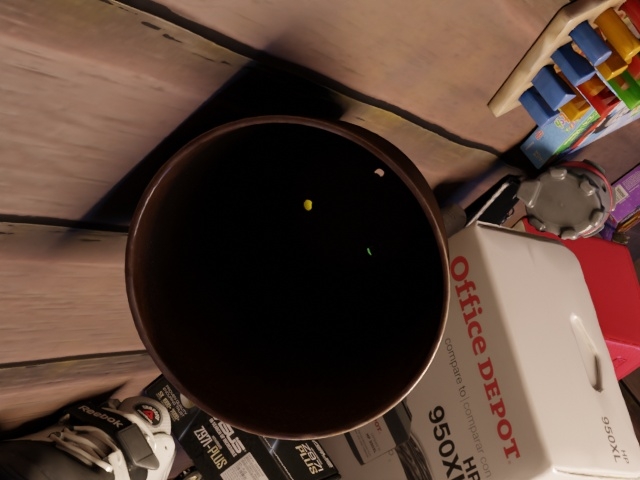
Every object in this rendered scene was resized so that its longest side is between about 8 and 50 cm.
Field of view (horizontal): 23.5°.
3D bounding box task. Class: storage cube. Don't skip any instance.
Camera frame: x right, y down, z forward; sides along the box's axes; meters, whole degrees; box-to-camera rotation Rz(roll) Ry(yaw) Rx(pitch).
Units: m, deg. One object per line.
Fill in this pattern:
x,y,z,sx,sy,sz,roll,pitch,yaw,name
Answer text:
0.326,0.107,2.180,0.193,0.215,0.183,14,139,-29,storage cube

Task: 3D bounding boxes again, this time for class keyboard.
0.171,-0.007,1.865,0.192,0.038,0.100,-48,157,11,keyboard

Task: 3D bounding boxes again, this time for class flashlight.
0.294,-0.044,1.791,0.103,0.103,0.304,-26,180,10,flashlight

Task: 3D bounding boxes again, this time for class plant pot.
0.000,0.000,1.094,0.215,0.215,0.230,-41,-178,18,plant pot

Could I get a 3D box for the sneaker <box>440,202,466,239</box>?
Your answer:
0.130,0.014,1.744,0.083,0.071,0.190,-39,169,-19,sneaker

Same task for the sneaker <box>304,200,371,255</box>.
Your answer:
0.002,0.065,1.396,0.134,0.146,0.343,-38,168,4,sneaker

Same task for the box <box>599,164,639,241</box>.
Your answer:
0.573,-0.116,2.490,0.293,0.057,0.201,-37,168,-1,box

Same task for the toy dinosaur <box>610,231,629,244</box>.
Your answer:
0.414,0.072,2.439,0.313,0.121,0.160,-58,153,-47,toy dinosaur

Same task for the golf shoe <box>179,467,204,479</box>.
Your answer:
-0.123,0.331,2.145,0.198,0.094,0.077,-41,166,10,golf shoe

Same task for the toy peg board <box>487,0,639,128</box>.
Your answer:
0.264,-0.166,1.420,0.161,0.079,0.161,-29,165,-31,toy peg board

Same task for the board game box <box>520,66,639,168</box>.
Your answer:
0.335,-0.167,1.701,0.211,0.039,0.160,-27,164,-40,board game box

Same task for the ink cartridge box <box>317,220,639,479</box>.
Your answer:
0.116,0.197,1.668,0.166,0.285,0.395,12,144,-44,ink cartridge box

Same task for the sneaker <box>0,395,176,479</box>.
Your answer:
-0.210,0.197,1.424,0.146,0.122,0.330,-53,169,-9,sneaker

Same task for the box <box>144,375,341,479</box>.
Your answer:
-0.077,0.201,1.590,0.077,0.180,0.147,-38,167,13,box
